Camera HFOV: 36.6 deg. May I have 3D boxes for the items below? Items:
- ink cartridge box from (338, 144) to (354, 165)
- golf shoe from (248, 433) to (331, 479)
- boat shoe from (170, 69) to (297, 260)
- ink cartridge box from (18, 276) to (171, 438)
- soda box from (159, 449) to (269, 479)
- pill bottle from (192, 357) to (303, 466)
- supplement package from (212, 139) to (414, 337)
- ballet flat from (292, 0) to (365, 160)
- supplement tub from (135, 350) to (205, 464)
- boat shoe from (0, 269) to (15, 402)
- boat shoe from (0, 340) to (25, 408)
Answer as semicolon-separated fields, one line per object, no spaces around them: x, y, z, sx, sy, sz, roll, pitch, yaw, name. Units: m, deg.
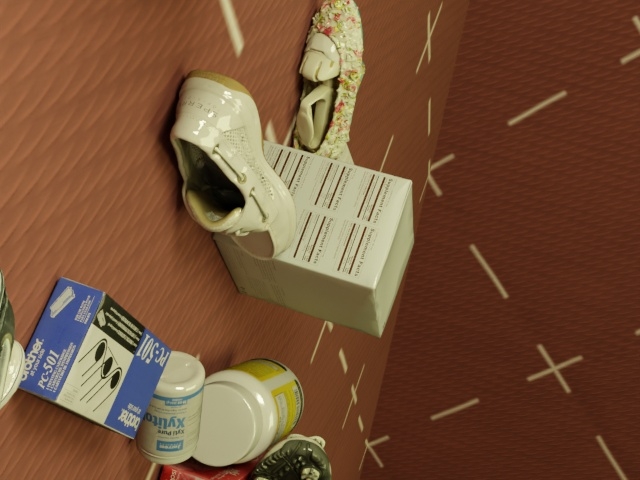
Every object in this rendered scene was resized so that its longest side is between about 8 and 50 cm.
-0.004;-0.077;1.508;0.181;0.056;0.224;-65;146;-33;ink cartridge box
-0.037;0.303;1.295;0.273;0.105;0.120;102;0;-57;golf shoe
-0.099;-0.049;0.991;0.096;0.098;0.277;-64;154;-27;boat shoe
-0.197;0.111;0.866;0.207;0.046;0.097;72;38;-69;ink cartridge box
-0.137;0.330;1.298;0.263;0.092;0.083;19;87;-78;soda box
-0.102;0.221;1.252;0.208;0.119;0.119;4;102;-77;pill bottle
0.000;0.000;1.218;0.194;0.203;0.149;77;32;-67;supplement package
0.006;-0.203;1.283;0.077;0.091;0.241;-29;135;-41;ballet flat
-0.163;0.180;1.046;0.071;0.071;0.107;-53;155;-58;supplement tub
-0.246;0.155;0.534;0.119;0.121;0.335;73;33;-61;boat shoe
-0.245;0.108;0.684;0.100;0.035;0.035;-58;164;-31;boat shoe
